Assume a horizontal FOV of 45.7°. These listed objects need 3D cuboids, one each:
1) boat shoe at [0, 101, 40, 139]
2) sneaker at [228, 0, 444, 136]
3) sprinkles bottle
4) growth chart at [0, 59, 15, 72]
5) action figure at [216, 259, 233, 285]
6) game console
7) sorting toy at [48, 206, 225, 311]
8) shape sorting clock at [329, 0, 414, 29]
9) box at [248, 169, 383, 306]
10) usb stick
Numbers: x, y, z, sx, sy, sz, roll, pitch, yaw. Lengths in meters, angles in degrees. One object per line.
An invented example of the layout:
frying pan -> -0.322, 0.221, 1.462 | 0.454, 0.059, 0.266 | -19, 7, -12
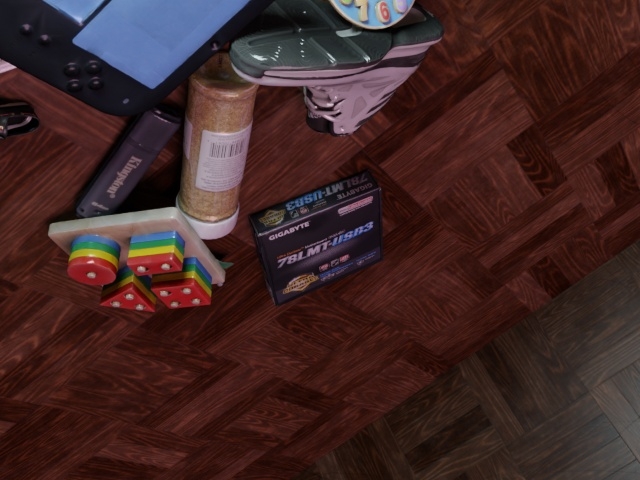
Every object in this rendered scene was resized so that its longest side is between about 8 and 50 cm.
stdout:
boat shoe -> -0.489, -0.176, 1.150 | 0.133, 0.042, 0.049 | -26, 155, -47
sneaker -> 0.009, -0.257, 1.274 | 0.448, 0.169, 0.257 | -21, 151, -42
sprinkles bottle -> -0.189, -0.160, 1.359 | 0.121, 0.121, 0.355 | -11, 142, -24
growth chart -> -0.473, -0.312, 0.976 | 0.172, 0.021, 0.237 | -12, 125, -9
action figure -> -0.306, 0.054, 1.615 | 0.137, 0.063, 0.232 | -36, 142, 17
game console -> -0.242, -0.332, 0.956 | 0.387, 0.060, 0.342 | -36, 149, 21
sorting toy -> -0.347, 0.055, 1.453 | 0.256, 0.089, 0.257 | -7, 149, 12
shape sorting clock -> 0.079, -0.432, 1.171 | 0.206, 0.206, 0.040 | -3, -177, -33
box -> 0.000, 0.000, 1.752 | 0.296, 0.073, 0.293 | -22, 147, -11
usb stick -> -0.344, -0.133, 1.349 | 0.077, 0.045, 0.278 | 17, 126, -42
